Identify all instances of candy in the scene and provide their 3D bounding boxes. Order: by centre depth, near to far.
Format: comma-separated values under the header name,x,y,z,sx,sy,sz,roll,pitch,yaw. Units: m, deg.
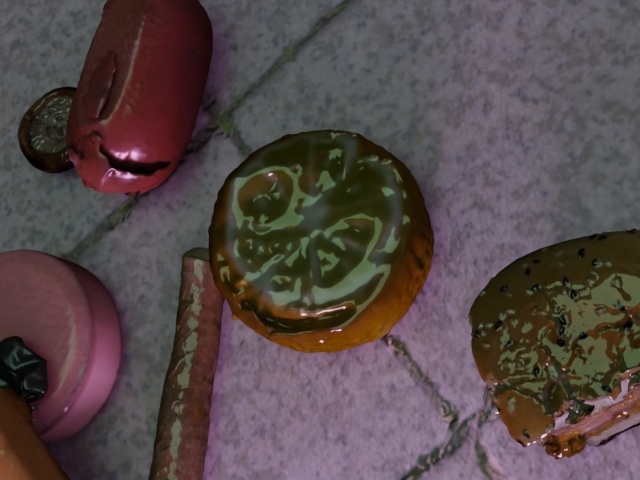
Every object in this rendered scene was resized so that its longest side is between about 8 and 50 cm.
name,x,y,z,sx,sy,sz,roll,pitch,yaw
candy,0.000,0.000,1.238,0.260,0.118,0.259,-5,75,19
candy,-0.367,0.141,1.366,0.255,0.094,0.255,-6,75,21

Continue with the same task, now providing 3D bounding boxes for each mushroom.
name,x,y,z,sx,sy,sz,roll,pitch,yaw
mushroom,-0.337,-0.144,1.451,0.123,0.052,0.123,-6,68,16

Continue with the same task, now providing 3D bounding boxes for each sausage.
name,x,y,z,sx,sy,sz,roll,pitch,yaw
sausage,-0.221,-0.186,1.358,0.152,0.152,0.279,11,81,25

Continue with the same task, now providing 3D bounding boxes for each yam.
name,x,y,z,sx,sy,sz,roll,pitch,yaw
yam,-0.153,0.156,1.290,0.066,0.066,0.299,2,78,23

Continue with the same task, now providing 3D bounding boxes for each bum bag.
name,x,y,z,sx,sy,sz,roll,pitch,yaw
bum bag,-0.406,0.181,1.291,0.198,0.049,0.087,-28,73,12

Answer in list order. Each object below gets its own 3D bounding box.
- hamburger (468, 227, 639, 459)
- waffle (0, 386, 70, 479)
name,x,y,z,sx,sy,sz,roll,pitch,yaw
hamburger,0.275,0.086,1.071,0.288,0.168,0.192,-33,68,12
waffle,-0.371,0.379,1.251,0.304,0.077,0.348,-38,87,15
